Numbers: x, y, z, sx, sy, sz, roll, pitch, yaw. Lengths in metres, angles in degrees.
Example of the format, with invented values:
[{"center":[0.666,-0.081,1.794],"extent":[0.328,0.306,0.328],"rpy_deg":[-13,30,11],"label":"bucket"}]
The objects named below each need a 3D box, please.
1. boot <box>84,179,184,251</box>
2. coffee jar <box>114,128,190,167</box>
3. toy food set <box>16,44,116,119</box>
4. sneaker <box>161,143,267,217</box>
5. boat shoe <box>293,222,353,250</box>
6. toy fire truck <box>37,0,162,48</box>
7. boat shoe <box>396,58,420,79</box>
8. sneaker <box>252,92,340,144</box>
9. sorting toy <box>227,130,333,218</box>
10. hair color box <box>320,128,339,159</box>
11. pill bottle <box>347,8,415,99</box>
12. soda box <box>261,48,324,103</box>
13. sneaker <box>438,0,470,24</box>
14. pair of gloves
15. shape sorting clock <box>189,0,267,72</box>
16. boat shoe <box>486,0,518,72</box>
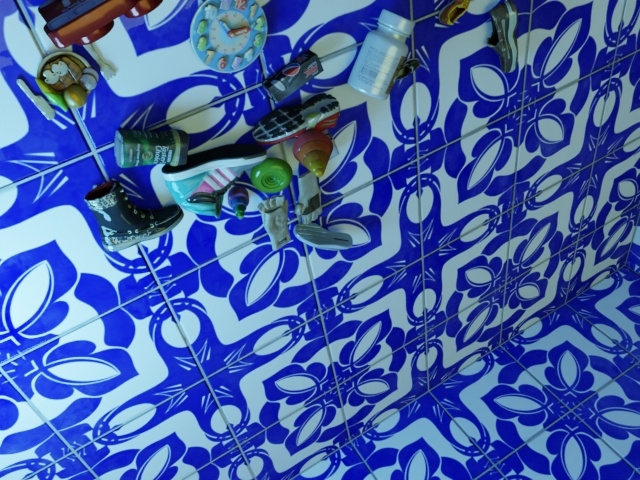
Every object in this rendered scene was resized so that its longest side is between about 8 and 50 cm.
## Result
[{"center":[-0.501,-0.085,1.554],"extent":[0.236,0.085,0.179],"rpy_deg":[-26,131,-17],"label":"boot"},{"center":[-0.433,-0.240,1.488],"extent":[0.184,0.079,0.096],"rpy_deg":[-8,127,-32],"label":"coffee jar"},{"center":[-0.578,-0.367,1.316],"extent":[0.192,0.038,0.132],"rpy_deg":[-38,136,-6],"label":"toy food set"},{"center":[-0.284,-0.158,1.623],"extent":[0.295,0.124,0.179],"rpy_deg":[-17,126,-16],"label":"sneaker"},{"center":[0.000,0.000,1.983],"extent":[0.226,0.083,0.075],"rpy_deg":[17,153,-24],"label":"boat shoe"},{"center":[-0.427,-0.504,1.165],"extent":[0.302,0.254,0.169],"rpy_deg":[-34,136,-10],"label":"toy fire truck"},{"center":[0.267,-0.535,1.800],"extent":[0.125,0.038,0.046],"rpy_deg":[-23,133,-20],"label":"boat shoe"},{"center":[-0.062,-0.326,1.680],"extent":[0.278,0.107,0.118],"rpy_deg":[-23,146,-15],"label":"sneaker"},{"center":[-0.115,-0.167,1.661],"extent":[0.365,0.126,0.127],"rpy_deg":[-30,135,16],"label":"sorting toy"},{"center":[0.010,-0.283,1.748],"extent":[0.071,0.043,0.141],"rpy_deg":[-31,168,2],"label":"hair color box"},{"center":[0.180,-0.539,1.668],"extent":[0.131,0.131,0.229],"rpy_deg":[6,118,-38],"label":"pill bottle"},{"center":[-0.077,-0.458,1.599],"extent":[0.168,0.053,0.060],"rpy_deg":[-38,136,-7],"label":"soda box"},{"center":[0.438,-0.732,1.755],"extent":[0.064,0.067,0.175],"rpy_deg":[26,103,-43],"label":"sneaker"},{"center":[-0.089,-0.103,1.838],"extent":[0.240,0.042,0.204],"rpy_deg":[-40,143,-21],"label":"pair of gloves"},{"center":[-0.228,-0.523,1.449],"extent":[0.206,0.040,0.206],"rpy_deg":[-19,131,-23],"label":"shape sorting clock"},{"center":[0.599,-0.670,1.918],"extent":[0.095,0.095,0.258],"rpy_deg":[-16,136,5],"label":"boat shoe"}]
